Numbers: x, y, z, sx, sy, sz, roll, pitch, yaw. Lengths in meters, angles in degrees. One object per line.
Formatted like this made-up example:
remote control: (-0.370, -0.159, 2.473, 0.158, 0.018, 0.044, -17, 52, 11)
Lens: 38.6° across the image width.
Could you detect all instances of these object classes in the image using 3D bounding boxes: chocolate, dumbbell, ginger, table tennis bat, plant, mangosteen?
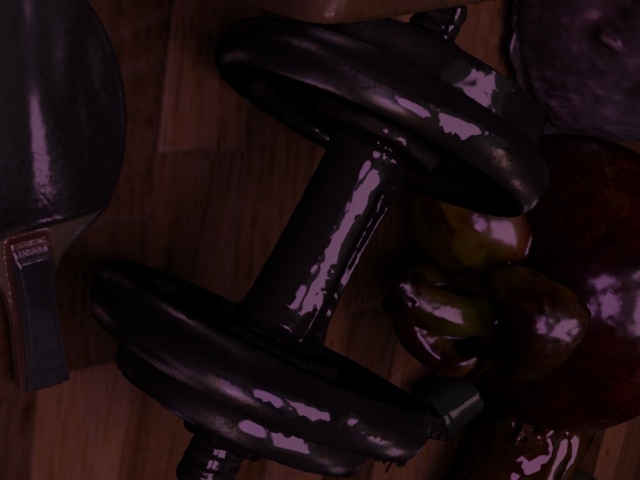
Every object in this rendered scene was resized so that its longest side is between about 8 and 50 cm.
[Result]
chocolate: (0.311, -0.197, 0.707, 0.303, 0.213, 0.303, -22, 122, -41)
dumbbell: (0.000, 0.000, 0.482, 0.192, 0.192, 0.290, 29, 87, -49)
ginger: (0.168, 0.237, 0.837, 0.309, 0.107, 0.133, -68, 162, 0)
table tennis bat: (-0.149, -0.024, 0.443, 0.130, 0.019, 0.220, -20, 120, -39)
plant: (0.082, 0.147, 0.745, 0.102, 0.051, 0.051, -31, 129, -16)
mangosteen: (0.148, 0.026, 0.641, 0.257, 0.215, 0.215, 5, 104, -37)

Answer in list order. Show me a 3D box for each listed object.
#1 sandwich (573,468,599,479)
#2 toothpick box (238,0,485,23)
sandwich: (0.293, 0.395, 1.000, 0.227, 0.155, 0.198, -58, 140, -10)
toothpick box: (0.015, -0.267, 0.394, 0.187, 0.190, 0.308, -21, 127, -40)
